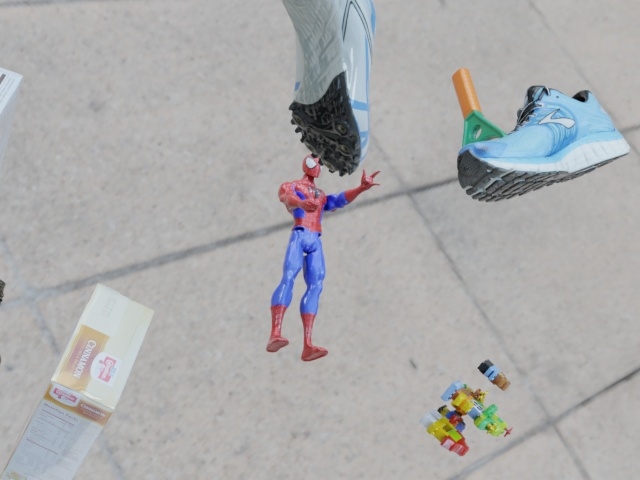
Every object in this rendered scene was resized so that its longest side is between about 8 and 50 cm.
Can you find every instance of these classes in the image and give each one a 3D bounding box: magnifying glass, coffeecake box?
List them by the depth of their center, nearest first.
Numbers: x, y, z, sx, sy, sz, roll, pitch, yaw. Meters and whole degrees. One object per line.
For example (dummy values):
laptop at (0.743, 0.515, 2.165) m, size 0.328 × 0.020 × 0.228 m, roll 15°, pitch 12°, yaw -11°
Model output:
coffeecake box at (-0.248, 0.159, 1.126) m, size 0.068 × 0.185 × 0.142 m, roll 27°, pitch 37°, yaw -10°
magnifying glass at (0.220, -0.155, 1.561) m, size 0.026 × 0.092 × 0.231 m, roll 20°, pitch 42°, yaw -33°

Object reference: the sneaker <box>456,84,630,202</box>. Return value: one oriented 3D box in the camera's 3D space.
sneaker at (0.155, -0.076, 0.824) m, size 0.162 × 0.063 × 0.073 m, roll -15°, pitch 81°, yaw -39°

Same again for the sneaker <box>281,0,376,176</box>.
sneaker at (0.017, -0.161, 0.967) m, size 0.085 × 0.237 × 0.086 m, roll 24°, pitch 48°, yaw 34°

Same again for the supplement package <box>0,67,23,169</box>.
supplement package at (-0.401, -0.026, 1.039) m, size 0.145 × 0.262 × 0.204 m, roll 20°, pitch 40°, yaw -8°

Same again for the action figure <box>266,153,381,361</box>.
action figure at (0.000, 0.000, 1.433) m, size 0.091 × 0.139 × 0.280 m, roll 18°, pitch 60°, yaw -29°

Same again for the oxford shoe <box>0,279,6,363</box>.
oxford shoe at (-0.542, 0.100, 1.780) m, size 0.096 × 0.083 × 0.227 m, roll -16°, pitch 78°, yaw -22°

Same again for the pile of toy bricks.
pile of toy bricks at (0.248, 0.265, 1.713) m, size 0.105 × 0.118 × 0.212 m, roll 43°, pitch 18°, yaw 17°
